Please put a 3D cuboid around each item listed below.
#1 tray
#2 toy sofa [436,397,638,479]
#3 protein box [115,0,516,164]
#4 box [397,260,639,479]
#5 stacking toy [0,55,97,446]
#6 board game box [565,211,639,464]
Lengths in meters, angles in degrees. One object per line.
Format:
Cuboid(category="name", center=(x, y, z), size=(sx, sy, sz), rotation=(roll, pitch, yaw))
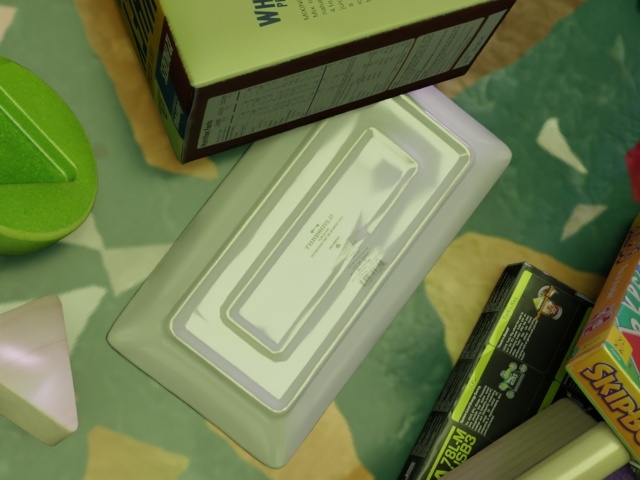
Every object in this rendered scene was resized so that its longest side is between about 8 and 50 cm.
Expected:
Cuboid(category="tray", center=(0.000, 0.000, 0.922), size=(0.145, 0.030, 0.270), rotation=(39, 78, -7))
Cuboid(category="toy sofa", center=(0.194, 0.286, 0.831), size=(0.150, 0.177, 0.362), rotation=(-33, 98, -1))
Cuboid(category="protein box", center=(-0.022, -0.183, 0.865), size=(0.201, 0.136, 0.199), rotation=(-19, 78, -14))
Cuboid(category="box", center=(0.163, 0.139, 0.939), size=(0.184, 0.045, 0.190), rotation=(28, 80, -6))
Cuboid(category="stacking toy", center=(-0.277, -0.006, 0.796), size=(0.280, 0.130, 0.308), rotation=(25, 45, -35))
Cuboid(category="board game box", center=(0.223, 0.064, 0.876), size=(0.039, 0.259, 0.124), rotation=(-36, 95, 27))
